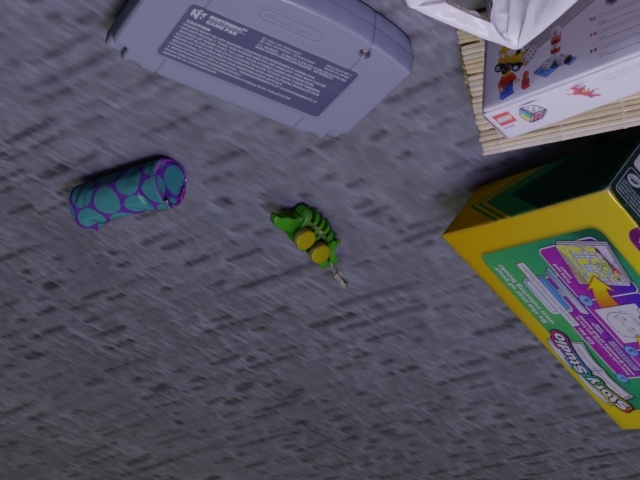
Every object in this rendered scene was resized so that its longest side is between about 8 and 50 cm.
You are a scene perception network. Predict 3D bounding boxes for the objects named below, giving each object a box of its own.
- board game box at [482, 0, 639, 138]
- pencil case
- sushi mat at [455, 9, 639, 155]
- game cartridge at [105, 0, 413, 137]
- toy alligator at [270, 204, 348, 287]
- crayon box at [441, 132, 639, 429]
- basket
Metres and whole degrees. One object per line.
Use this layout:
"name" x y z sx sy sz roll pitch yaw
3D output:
"board game box" 0.288 -0.227 1.254 0.305 0.193 0.053 -19 141 36
"pencil case" -0.245 -0.057 1.762 0.152 0.064 0.070 -13 128 30
"sushi mat" 0.295 -0.186 1.399 0.317 0.019 0.151 -10 104 25
"game cartridge" -0.060 -0.214 1.477 0.294 0.060 0.196 20 150 -23
"toy alligator" 0.000 0.000 1.830 0.051 0.056 0.190 -45 135 2
"crayon box" 0.367 0.063 1.615 0.363 0.106 0.313 46 154 -14
"basket" 0.155 -0.243 1.085 0.113 0.103 0.167 20 156 -16
